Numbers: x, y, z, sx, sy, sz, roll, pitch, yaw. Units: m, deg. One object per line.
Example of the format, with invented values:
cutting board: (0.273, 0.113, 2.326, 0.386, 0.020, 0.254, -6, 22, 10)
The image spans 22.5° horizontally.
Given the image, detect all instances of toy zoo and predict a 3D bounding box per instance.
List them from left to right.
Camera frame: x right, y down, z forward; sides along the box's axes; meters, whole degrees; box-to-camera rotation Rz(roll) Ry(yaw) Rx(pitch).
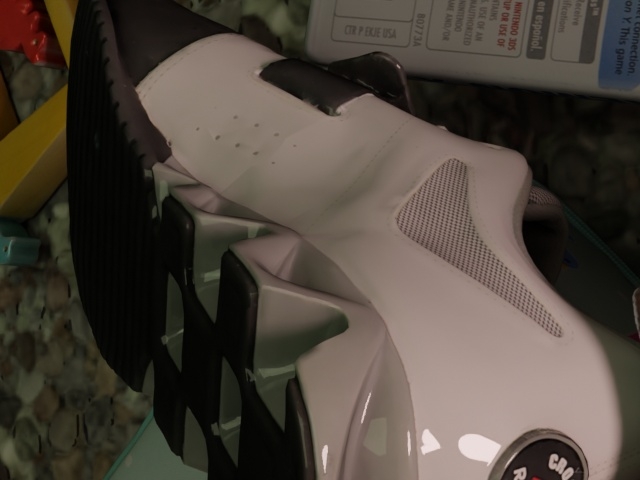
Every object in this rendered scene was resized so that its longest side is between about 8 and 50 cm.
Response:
toy zoo: (-0.206, -0.115, 0.900, 0.192, 0.030, 0.293, -35, 66, 30)

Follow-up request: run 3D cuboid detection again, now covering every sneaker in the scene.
sneaker: (0.000, 0.000, 0.557, 0.330, 0.146, 0.122, -127, 36, -51)

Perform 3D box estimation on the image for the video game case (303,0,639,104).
video game case: (0.145, -0.208, 0.552, 0.300, 0.036, 0.329, 11, 91, 36)

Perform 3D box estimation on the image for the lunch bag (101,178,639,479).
lunch bag: (0.034, 0.122, 0.644, 0.224, 0.108, 0.279, 48, 114, 29)

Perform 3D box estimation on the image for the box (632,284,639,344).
box: (0.217, 0.080, 0.445, 0.167, 0.203, 0.168, -16, 77, 35)
